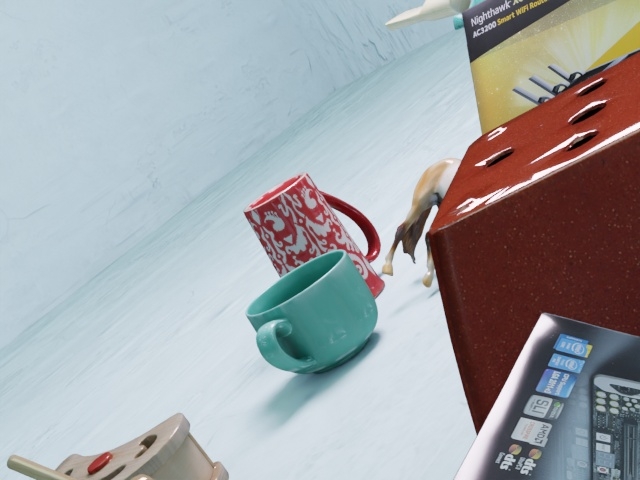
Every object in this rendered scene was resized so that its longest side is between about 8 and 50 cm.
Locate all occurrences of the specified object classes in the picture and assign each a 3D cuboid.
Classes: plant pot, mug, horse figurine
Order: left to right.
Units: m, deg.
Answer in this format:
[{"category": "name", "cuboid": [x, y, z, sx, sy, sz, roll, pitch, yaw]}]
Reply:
[{"category": "mug", "cuboid": [-0.012, 0.092, 1.455, 0.157, 0.097, 0.129, -37, 12, -23]}, {"category": "mug", "cuboid": [-0.008, 0.005, 1.648, 0.113, 0.169, 0.150, -28, 11, 22]}, {"category": "horse figurine", "cuboid": [0.153, -0.032, 1.459, 0.263, 0.066, 0.175, 0, 66, 65]}, {"category": "plant pot", "cuboid": [0.207, 0.025, 0.760, 0.267, 0.236, 0.267, -27, 11, 22]}]

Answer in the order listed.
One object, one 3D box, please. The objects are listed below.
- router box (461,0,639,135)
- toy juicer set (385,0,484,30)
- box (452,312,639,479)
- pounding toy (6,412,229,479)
[{"category": "router box", "cuboid": [0.307, -0.188, 1.443, 0.081, 0.243, 0.308, 8, -22, -43]}, {"category": "toy juicer set", "cuboid": [0.250, -0.298, 1.626, 0.329, 0.090, 0.209, -23, 10, 1]}, {"category": "box", "cuboid": [0.147, 0.152, 0.446, 0.242, 0.077, 0.307, 13, 30, 20]}, {"category": "pounding toy", "cuboid": [-0.198, 0.215, 1.261, 0.154, 0.155, 0.269, -43, 15, -30]}]
